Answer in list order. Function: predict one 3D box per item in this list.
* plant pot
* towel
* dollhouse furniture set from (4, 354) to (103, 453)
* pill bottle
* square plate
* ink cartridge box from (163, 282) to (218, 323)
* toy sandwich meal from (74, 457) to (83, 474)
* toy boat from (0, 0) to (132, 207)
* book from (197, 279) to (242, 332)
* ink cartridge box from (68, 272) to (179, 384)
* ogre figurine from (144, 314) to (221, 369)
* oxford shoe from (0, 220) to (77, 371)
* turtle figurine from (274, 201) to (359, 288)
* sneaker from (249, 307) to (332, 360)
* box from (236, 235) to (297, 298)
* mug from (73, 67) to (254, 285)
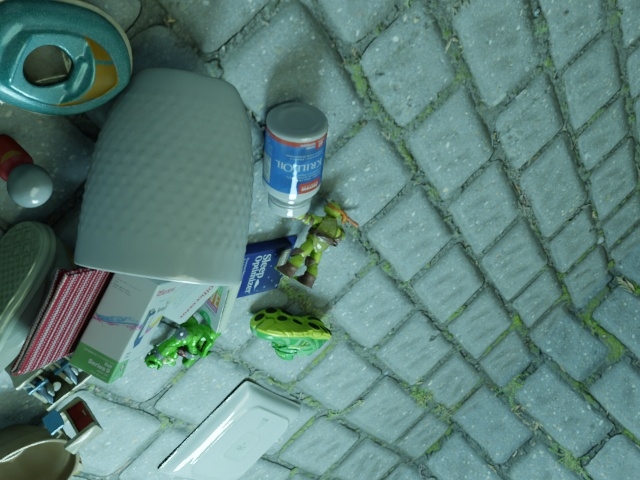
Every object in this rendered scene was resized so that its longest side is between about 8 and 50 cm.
[{"bbox_3d":[-0.640,0.467,1.819,0.237,0.110,0.237,-27,143,-23],"label":"plant pot"},{"bbox_3d":[-0.435,0.125,1.511,0.198,0.031,0.275,-63,174,6],"label":"towel"},{"bbox_3d":[-0.505,0.295,1.706,0.129,0.183,0.129,-39,146,-8],"label":"dollhouse furniture set"},{"bbox_3d":[-0.055,-0.157,1.746,0.124,0.124,0.221,-24,142,-28],"label":"pill bottle"},{"bbox_3d":[-0.235,0.561,2.410,0.344,0.049,0.347,-45,147,2],"label":"square plate"},{"bbox_3d":[-0.310,0.085,1.785,0.127,0.072,0.175,-45,147,2],"label":"ink cartridge box"},{"bbox_3d":[-0.595,0.537,2.015,0.086,0.029,0.085,-28,143,-23],"label":"toy sandwich meal"},{"bbox_3d":[-0.410,-0.209,1.288,0.268,0.148,0.318,0,126,-47],"label":"toy boat"},{"bbox_3d":[-0.229,0.118,1.888,0.035,0.096,0.144,-16,137,-41],"label":"book"},{"bbox_3d":[-0.363,0.146,1.619,0.212,0.093,0.154,-64,176,4],"label":"ink cartridge box"},{"bbox_3d":[-0.295,0.234,1.947,0.197,0.096,0.118,19,125,-42],"label":"ogre figurine"},{"bbox_3d":[-0.577,0.168,1.518,0.449,0.169,0.130,-53,148,5],"label":"oxford shoe"},{"bbox_3d":[0.000,0.000,1.972,0.217,0.087,0.269,-61,148,0],"label":"turtle figurine"},{"bbox_3d":[-0.078,0.250,2.180,0.123,0.109,0.296,-56,146,10],"label":"sneaker"},{"bbox_3d":[-0.147,0.064,1.973,0.225,0.036,0.136,-13,136,-40],"label":"box"},{"bbox_3d":[-0.243,-0.105,1.478,0.374,0.276,0.327,21,77,-88],"label":"mug"}]
